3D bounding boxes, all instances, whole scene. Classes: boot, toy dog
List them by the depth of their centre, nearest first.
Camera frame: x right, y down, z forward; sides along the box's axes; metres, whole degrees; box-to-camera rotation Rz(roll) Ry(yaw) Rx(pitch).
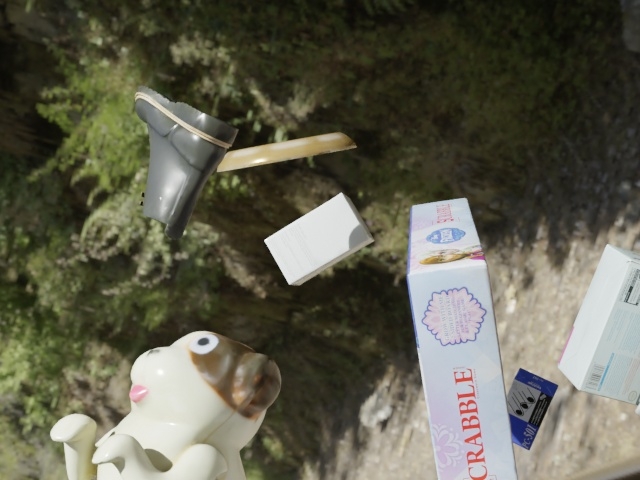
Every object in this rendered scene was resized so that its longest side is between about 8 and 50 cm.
[{"bbox_3d":[-0.182,-0.092,1.058,0.198,0.077,0.137,30,96,56],"label":"boot"},{"bbox_3d":[-0.186,0.334,1.350,0.285,0.396,0.407,-4,75,60],"label":"toy dog"}]

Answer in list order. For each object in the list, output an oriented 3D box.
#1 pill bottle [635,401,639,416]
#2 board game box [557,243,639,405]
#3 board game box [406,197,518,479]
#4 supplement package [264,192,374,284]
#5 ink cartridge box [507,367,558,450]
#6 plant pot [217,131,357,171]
[{"bbox_3d":[0.642,0.248,1.242,0.224,0.392,0.224,-49,-23,-30],"label":"pill bottle"},{"bbox_3d":[0.569,0.159,1.518,0.097,0.304,0.223,-118,46,-73],"label":"board game box"},{"bbox_3d":[0.135,0.142,0.875,0.318,0.066,0.317,-60,-39,-77],"label":"board game box"},{"bbox_3d":[0.000,0.000,1.836,0.179,0.105,0.105,-30,-8,7],"label":"supplement package"},{"bbox_3d":[0.480,0.398,2.208,0.046,0.097,0.207,-49,-24,-43],"label":"ink cartridge box"},{"bbox_3d":[-0.058,-0.149,1.559,0.236,0.237,0.032,-93,-7,-85],"label":"plant pot"}]
